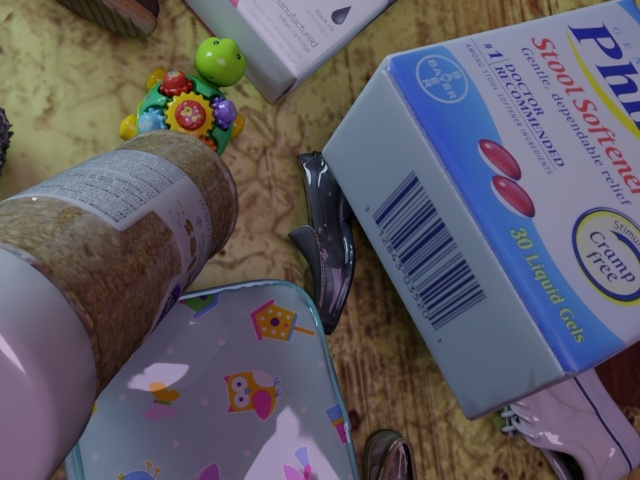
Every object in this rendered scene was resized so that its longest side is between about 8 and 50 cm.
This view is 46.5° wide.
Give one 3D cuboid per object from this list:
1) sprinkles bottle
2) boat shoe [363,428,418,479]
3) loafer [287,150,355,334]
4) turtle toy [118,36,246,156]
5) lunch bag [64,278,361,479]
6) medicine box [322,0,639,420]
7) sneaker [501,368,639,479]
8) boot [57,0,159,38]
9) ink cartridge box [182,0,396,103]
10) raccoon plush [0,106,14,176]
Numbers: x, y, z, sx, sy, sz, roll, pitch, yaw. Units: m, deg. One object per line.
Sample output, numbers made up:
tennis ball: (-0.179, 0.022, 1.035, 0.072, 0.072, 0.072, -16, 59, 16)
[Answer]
sprinkles bottle: (-0.144, 0.016, 0.456, 0.121, 0.355, 0.121, 2, 108, 6)
boat shoe: (0.069, 0.254, 0.683, 0.056, 0.048, 0.152, 2, 86, -17)
loafer: (0.000, 0.000, 0.677, 0.061, 0.062, 0.169, 8, 75, -8)
turtle toy: (-0.109, -0.115, 0.642, 0.095, 0.066, 0.130, 29, 79, -14)
lunch bag: (-0.088, 0.173, 0.582, 0.224, 0.108, 0.279, -11, 72, -11)
medicine box: (0.197, -0.038, 0.630, 0.289, 0.149, 0.263, -21, 75, -27)
sneaker: (0.210, 0.148, 0.710, 0.091, 0.094, 0.258, -44, 99, -18)
boot: (-0.190, -0.313, 0.616, 0.248, 0.090, 0.206, 37, 79, -8)
ink cartridge box: (-0.006, -0.256, 0.670, 0.218, 0.092, 0.158, -44, 100, -17)
raccoon plush: (-0.251, 0.075, 0.524, 0.446, 0.216, 0.299, 47, 70, -13)
